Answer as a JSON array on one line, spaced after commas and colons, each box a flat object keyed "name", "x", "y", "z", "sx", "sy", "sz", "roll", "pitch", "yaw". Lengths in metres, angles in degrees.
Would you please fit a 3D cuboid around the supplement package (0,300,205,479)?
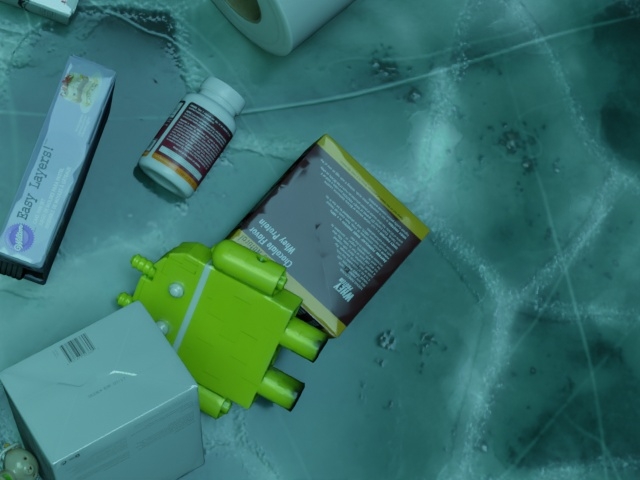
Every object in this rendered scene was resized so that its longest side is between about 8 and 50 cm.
[{"name": "supplement package", "x": -0.263, "y": 0.219, "z": 1.736, "sx": 0.194, "sy": 0.203, "sz": 0.149, "roll": -27, "pitch": 60, "yaw": -19}]

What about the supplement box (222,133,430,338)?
[{"name": "supplement box", "x": 0.000, "y": 0.000, "z": 1.883, "sx": 0.191, "sy": 0.129, "sz": 0.194, "roll": 42, "pitch": 77, "yaw": -5}]

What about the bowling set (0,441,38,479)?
[{"name": "bowling set", "x": -0.358, "y": 0.331, "z": 1.670, "sx": 0.154, "sy": 0.200, "sz": 0.287, "roll": -42, "pitch": 120, "yaw": -50}]

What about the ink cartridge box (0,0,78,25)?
[{"name": "ink cartridge box", "x": -0.383, "y": -0.362, "z": 1.871, "sx": 0.150, "sy": 0.063, "sz": 0.109, "roll": 20, "pitch": 80, "yaw": -10}]

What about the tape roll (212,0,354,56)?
[{"name": "tape roll", "x": -0.058, "y": -0.386, "z": 1.853, "sx": 0.169, "sy": 0.246, "sz": 0.246, "roll": -41, "pitch": 94, "yaw": -13}]

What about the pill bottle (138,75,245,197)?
[{"name": "pill bottle", "x": -0.167, "y": -0.139, "z": 1.883, "sx": 0.086, "sy": 0.086, "sz": 0.152, "roll": 35, "pitch": 79, "yaw": -7}]

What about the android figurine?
[{"name": "android figurine", "x": -0.132, "y": 0.108, "z": 1.819, "sx": 0.273, "sy": 0.056, "sz": 0.248, "roll": 29, "pitch": 119, "yaw": 5}]

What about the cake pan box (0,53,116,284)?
[{"name": "cake pan box", "x": -0.329, "y": -0.075, "z": 1.760, "sx": 0.070, "sy": 0.246, "sz": 0.267, "roll": 20, "pitch": 82, "yaw": -6}]
